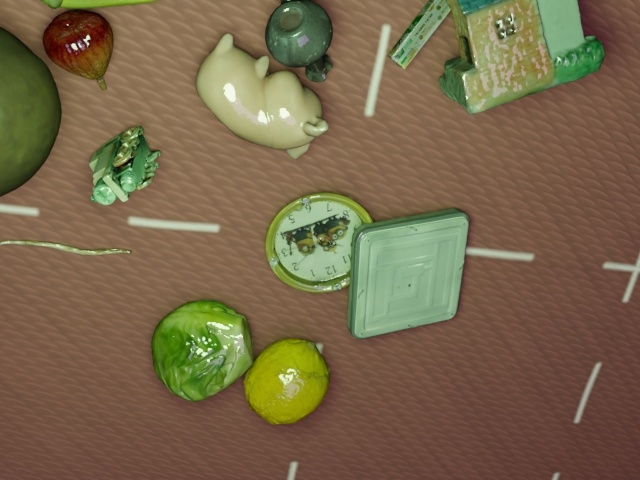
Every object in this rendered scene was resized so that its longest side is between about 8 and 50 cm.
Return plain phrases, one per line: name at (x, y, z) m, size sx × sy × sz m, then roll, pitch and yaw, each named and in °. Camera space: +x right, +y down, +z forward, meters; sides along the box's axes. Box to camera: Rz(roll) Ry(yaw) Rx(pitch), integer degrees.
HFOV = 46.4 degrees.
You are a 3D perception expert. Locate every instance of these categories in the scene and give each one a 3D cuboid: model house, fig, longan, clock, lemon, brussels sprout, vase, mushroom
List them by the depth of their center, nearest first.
longan at (-0.589, -0.210, 1.230) m, size 0.319 × 0.319 × 0.319 m, roll -4°, pitch 116°, yaw -8°
fig at (-0.420, -0.323, 1.303) m, size 0.119 × 0.119 × 0.153 m, roll 2°, pitch 122°, yaw -10°
model house at (0.328, -0.431, 1.330) m, size 0.267 × 0.194 × 0.325 m, roll -19°, pitch 115°, yaw -1°
vase at (-0.025, -0.346, 1.331) m, size 0.120 × 0.120 × 0.183 m, roll -32°, pitch 157°, yaw 7°
mushroom at (-0.527, 0.015, 1.502) m, size 0.286 × 0.026 × 0.028 m, roll -1°, pitch 132°, yaw -11°
clock at (0.000, 0.000, 1.560) m, size 0.237 × 0.057 × 0.237 m, roll -3°, pitch 117°, yaw -6°
brussels sprout at (-0.251, 0.228, 1.579) m, size 0.223 × 0.161 × 0.223 m, roll 0°, pitch 93°, yaw -4°
lemon at (-0.073, 0.307, 1.628) m, size 0.193 × 0.180 × 0.180 m, roll -43°, pitch 117°, yaw -15°

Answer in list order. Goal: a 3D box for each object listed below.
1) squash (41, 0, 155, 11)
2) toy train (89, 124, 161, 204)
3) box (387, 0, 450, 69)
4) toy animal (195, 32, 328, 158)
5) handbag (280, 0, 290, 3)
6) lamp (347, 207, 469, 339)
squash at (-0.334, -0.440, 1.253) m, size 0.287 × 0.137 × 0.137 m, roll 4°, pitch 115°, yaw -13°
toy train at (-0.362, -0.133, 1.360) m, size 0.125 × 0.194 × 0.081 m, roll -30°, pitch 120°, yaw 12°
box at (0.204, -0.414, 1.393) m, size 0.041 × 0.050 × 0.207 m, roll 33°, pitch 106°, yaw -20°
toy animal at (-0.109, -0.253, 1.359) m, size 0.250 × 0.166 × 0.154 m, roll 27°, pitch 93°, yaw -9°
handbag at (0.060, -0.515, 1.175) m, size 0.327 × 0.325 × 0.163 m, roll -17°, pitch 81°, yaw 4°
lamp at (0.186, 0.073, 1.593) m, size 0.266 × 0.047 × 0.269 m, roll -10°, pitch 120°, yaw -20°
